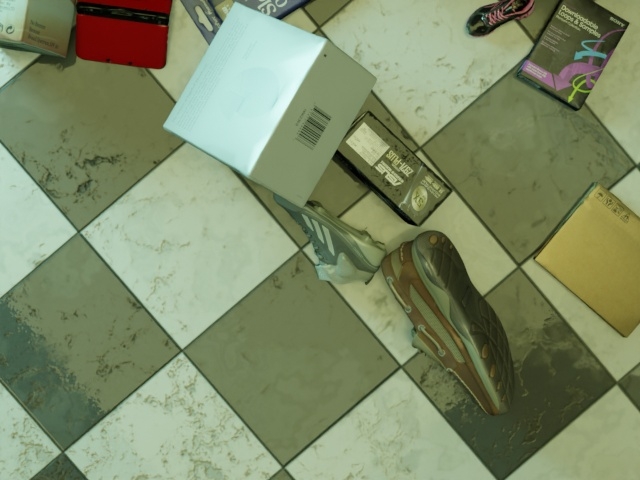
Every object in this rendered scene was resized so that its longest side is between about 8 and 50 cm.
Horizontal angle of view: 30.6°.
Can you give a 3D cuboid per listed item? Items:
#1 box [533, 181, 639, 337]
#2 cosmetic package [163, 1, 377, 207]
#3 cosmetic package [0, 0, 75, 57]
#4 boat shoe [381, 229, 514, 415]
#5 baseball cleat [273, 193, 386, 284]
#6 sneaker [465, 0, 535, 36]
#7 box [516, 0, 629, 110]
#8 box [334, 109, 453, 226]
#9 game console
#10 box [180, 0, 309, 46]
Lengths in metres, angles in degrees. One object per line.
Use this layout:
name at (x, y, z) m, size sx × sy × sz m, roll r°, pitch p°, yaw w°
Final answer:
box at (0.469, 0.032, 1.885) m, size 0.201 × 0.021 × 0.164 m, roll 40°, pitch 90°, yaw -4°
cosmetic package at (-0.077, -0.204, 1.740) m, size 0.225 × 0.138 × 0.224 m, roll 32°, pitch 91°, yaw 41°
cosmetic package at (-0.441, -0.436, 1.748) m, size 0.129 × 0.153 × 0.296 m, roll 10°, pitch 93°, yaw 15°
boat shoe at (0.203, 0.136, 1.843) m, size 0.116 × 0.123 × 0.324 m, roll -21°, pitch 104°, yaw 32°
baseball cleat at (0.000, 0.000, 1.839) m, size 0.206 × 0.072 × 0.109 m, roll 31°, pitch 97°, yaw 0°
sneaker at (0.285, -0.359, 1.843) m, size 0.119 × 0.057 × 0.047 m, roll -26°, pitch 95°, yaw 0°
box at (0.402, -0.305, 1.864) m, size 0.116 × 0.029 × 0.162 m, roll 29°, pitch 90°, yaw -3°
box at (0.105, -0.109, 1.800) m, size 0.180 × 0.147 × 0.077 m, roll 43°, pitch 90°, yaw -4°
game console at (-0.306, -0.350, 1.839) m, size 0.144 × 0.085 × 0.124 m, roll 7°, pitch 61°, yaw -3°
box at (-0.103, -0.402, 1.835) m, size 0.225 × 0.036 × 0.136 m, roll -33°, pitch 93°, yaw 0°
